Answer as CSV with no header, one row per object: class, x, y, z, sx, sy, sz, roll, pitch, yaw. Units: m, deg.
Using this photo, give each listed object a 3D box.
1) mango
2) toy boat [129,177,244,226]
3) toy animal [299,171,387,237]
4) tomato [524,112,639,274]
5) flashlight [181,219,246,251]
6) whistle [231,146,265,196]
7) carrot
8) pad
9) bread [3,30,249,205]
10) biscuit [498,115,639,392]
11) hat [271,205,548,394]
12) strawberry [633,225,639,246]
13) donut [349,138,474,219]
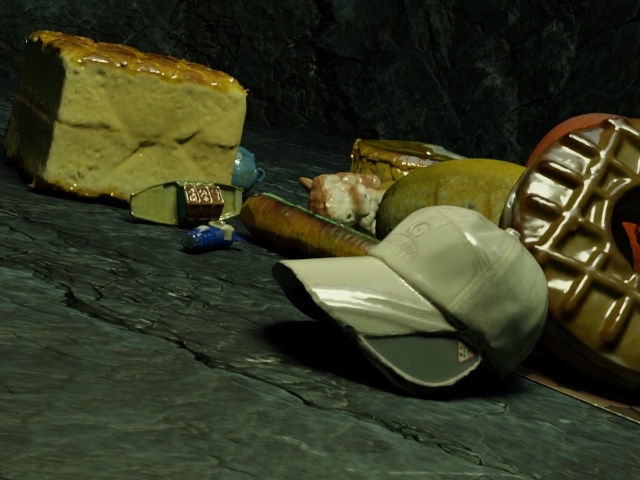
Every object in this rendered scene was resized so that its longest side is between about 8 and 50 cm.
mango,0.221,-0.005,1.500,0.329,0.176,0.175,31,-13,36
toy boat,-0.177,-0.050,1.620,0.172,0.065,0.066,-2,6,-35
toy animal,0.009,-0.058,1.853,0.184,0.104,0.185,19,16,24
tomato,0.474,-0.048,1.900,0.341,0.273,0.341,13,9,-2
flashlight,-0.136,-0.007,1.514,0.057,0.035,0.121,17,10,17
whistle,-0.156,-0.113,1.979,0.158,0.090,0.090,7,11,-36
carrot,0.000,0.000,1.587,0.260,0.070,0.070,22,12,37
pad,0.287,0.151,1.280,0.235,0.003,0.158,20,11,37
bread,-0.278,-0.169,1.756,0.279,0.207,0.279,10,9,-25
biscuit,0.348,0.013,1.315,0.332,0.332,0.103,13,-32,-2
hat,0.088,0.043,1.185,0.275,0.161,0.232,6,8,-24
strawberry,0.521,0.043,1.491,0.292,0.292,0.343,13,50,-2
donut,0.195,-0.085,2.083,0.330,0.160,0.330,14,1,0
